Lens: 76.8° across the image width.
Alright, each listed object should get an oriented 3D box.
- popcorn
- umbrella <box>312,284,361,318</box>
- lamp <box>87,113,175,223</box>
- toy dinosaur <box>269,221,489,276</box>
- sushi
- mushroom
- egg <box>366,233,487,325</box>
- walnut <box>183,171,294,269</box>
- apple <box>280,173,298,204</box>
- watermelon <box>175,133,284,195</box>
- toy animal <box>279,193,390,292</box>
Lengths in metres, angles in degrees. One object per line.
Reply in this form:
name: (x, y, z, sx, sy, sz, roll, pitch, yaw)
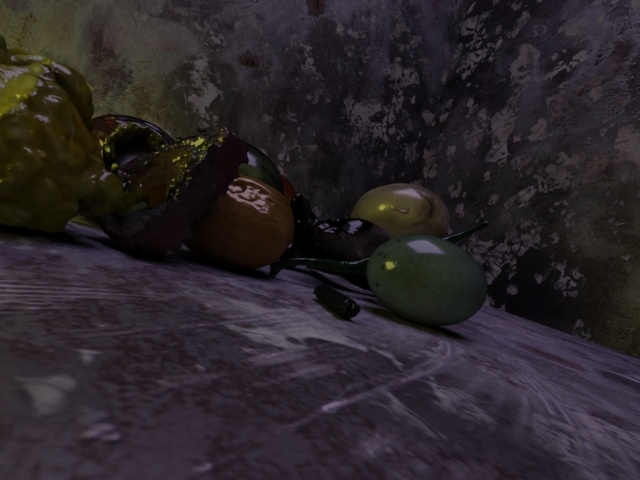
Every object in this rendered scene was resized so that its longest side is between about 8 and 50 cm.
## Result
popcorn: (-0.389, -0.130, 0.520, 0.250, 0.235, 0.242, 31, -11, 27)
umbrella: (0.023, 0.095, 0.635, 0.036, 0.031, 0.133, 45, -9, -18)
lamp: (-0.379, -0.134, 0.799, 0.247, 0.247, 0.247, 17, 1, 0)
toy dinosaur: (0.141, 0.015, 0.870, 0.301, 0.447, 0.087, 52, 1, -32)
sushi: (-0.239, -0.088, 0.644, 0.161, 0.241, 0.107, 23, -18, 27)
mushroom: (0.242, -0.039, 1.329, 0.315, 0.356, 0.315, 18, 35, -13)
egg: (0.202, 0.075, 0.774, 0.236, 0.169, 0.169, 20, 0, -12)
walnut: (-0.159, -0.040, 0.770, 0.226, 0.193, 0.193, 19, 1, 4)
apple: (-0.171, -0.090, 1.271, 0.253, 0.253, 0.253, 17, 1, 0)
watermelon: (-0.273, -0.129, 1.035, 0.359, 0.279, 0.279, 10, 1, -1)
toy animal: (0.000, 0.000, 1.048, 0.344, 0.194, 0.303, 11, -9, 39)
